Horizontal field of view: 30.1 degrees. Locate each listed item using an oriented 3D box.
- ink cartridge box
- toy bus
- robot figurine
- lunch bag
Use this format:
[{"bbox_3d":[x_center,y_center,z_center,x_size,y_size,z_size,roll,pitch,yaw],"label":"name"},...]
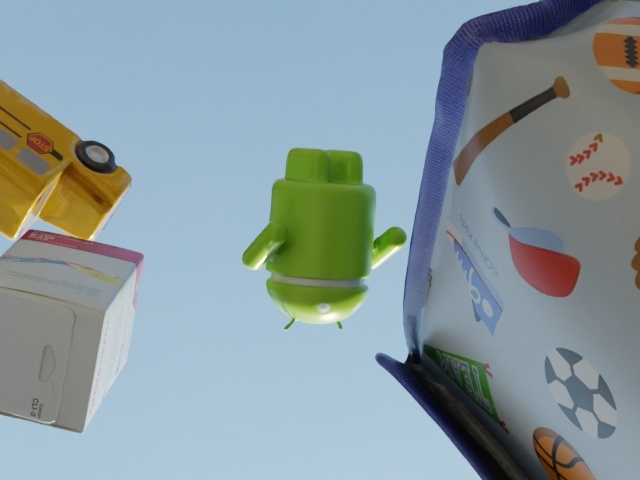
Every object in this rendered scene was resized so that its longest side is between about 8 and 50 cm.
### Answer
[{"bbox_3d":[-0.257,0.083,1.152,0.127,0.176,0.128,13,-74,-1],"label":"ink cartridge box"},{"bbox_3d":[-0.390,-0.113,1.378,0.332,0.130,0.108,36,-54,-4],"label":"toy bus"},{"bbox_3d":[0.000,0.000,0.749,0.067,0.101,0.115,12,-82,57],"label":"robot figurine"},{"bbox_3d":[0.205,0.087,0.630,0.239,0.385,0.328,-28,-122,-24],"label":"lunch bag"}]
